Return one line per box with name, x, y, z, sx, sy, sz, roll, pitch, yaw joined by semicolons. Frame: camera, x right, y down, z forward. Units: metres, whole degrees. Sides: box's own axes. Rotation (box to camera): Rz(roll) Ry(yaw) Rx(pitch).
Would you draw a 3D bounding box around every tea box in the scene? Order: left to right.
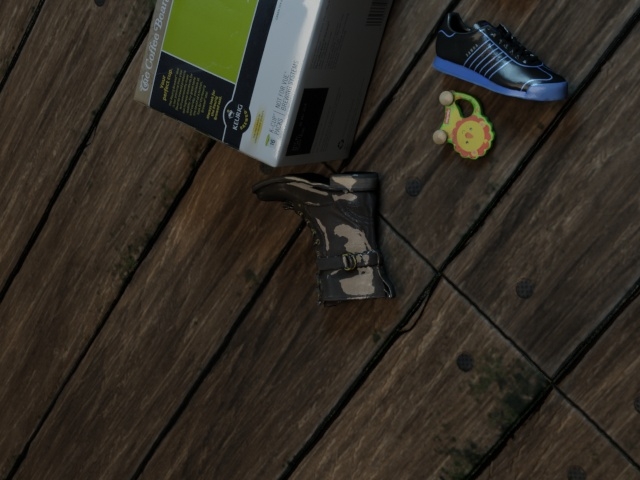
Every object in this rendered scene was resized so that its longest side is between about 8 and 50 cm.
tea box;-0.092;-0.331;1.939;0.324;0.220;0.329;28;112;27

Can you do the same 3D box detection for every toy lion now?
toy lion;0.230;-0.180;1.859;0.096;0.034;0.100;14;105;25

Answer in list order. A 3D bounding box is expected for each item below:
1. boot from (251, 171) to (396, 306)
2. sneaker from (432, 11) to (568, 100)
boot;0.000;0.000;2.006;0.263;0.091;0.228;1;97;32
sneaker;0.271;-0.276;1.782;0.232;0.081;0.090;23;117;31
